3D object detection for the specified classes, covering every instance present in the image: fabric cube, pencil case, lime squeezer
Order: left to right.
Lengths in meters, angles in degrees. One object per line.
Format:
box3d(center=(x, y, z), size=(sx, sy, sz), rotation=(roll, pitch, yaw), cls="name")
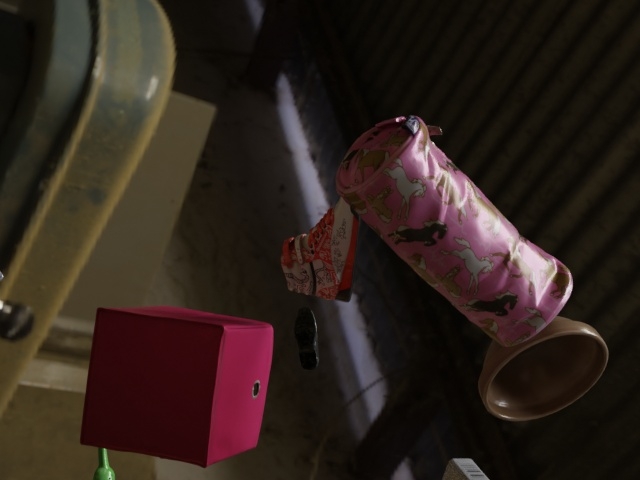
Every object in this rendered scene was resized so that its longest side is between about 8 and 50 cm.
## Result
box3d(center=(-0.509, 0.524, 2.019), size=(0.310, 0.110, 0.059), rotation=(-58, 178, 11), cls="lime squeezer")
box3d(center=(-0.259, 0.261, 1.756), size=(0.259, 0.258, 0.254), rotation=(7, -93, 16), cls="fabric cube")
box3d(center=(0.200, -0.013, 1.383), size=(0.167, 0.386, 0.160), rotation=(-42, -160, 13), cls="pencil case")

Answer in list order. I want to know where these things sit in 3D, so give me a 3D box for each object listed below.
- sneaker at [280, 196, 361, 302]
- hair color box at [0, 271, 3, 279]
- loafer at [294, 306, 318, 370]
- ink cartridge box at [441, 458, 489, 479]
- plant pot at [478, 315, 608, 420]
box3d(center=(0.000, 0.001, 1.778), size=(0.090, 0.145, 0.270), rotation=(-76, 174, -51), cls="sneaker")
box3d(center=(-0.721, -0.042, 1.663), size=(0.374, 0.113, 0.185), rotation=(56, -28, -2), cls="hair color box")
box3d(center=(-0.036, 0.264, 2.523), size=(0.061, 0.062, 0.170), rotation=(48, 39, -78), cls="loafer")
box3d(center=(0.209, 0.447, 1.254), size=(0.223, 0.045, 0.224), rotation=(46, -56, 55), cls="ink cartridge box")
box3d(center=(0.382, 0.208, 1.687), size=(0.237, 0.237, 0.110), rotation=(-56, -143, 29), cls="plant pot")
